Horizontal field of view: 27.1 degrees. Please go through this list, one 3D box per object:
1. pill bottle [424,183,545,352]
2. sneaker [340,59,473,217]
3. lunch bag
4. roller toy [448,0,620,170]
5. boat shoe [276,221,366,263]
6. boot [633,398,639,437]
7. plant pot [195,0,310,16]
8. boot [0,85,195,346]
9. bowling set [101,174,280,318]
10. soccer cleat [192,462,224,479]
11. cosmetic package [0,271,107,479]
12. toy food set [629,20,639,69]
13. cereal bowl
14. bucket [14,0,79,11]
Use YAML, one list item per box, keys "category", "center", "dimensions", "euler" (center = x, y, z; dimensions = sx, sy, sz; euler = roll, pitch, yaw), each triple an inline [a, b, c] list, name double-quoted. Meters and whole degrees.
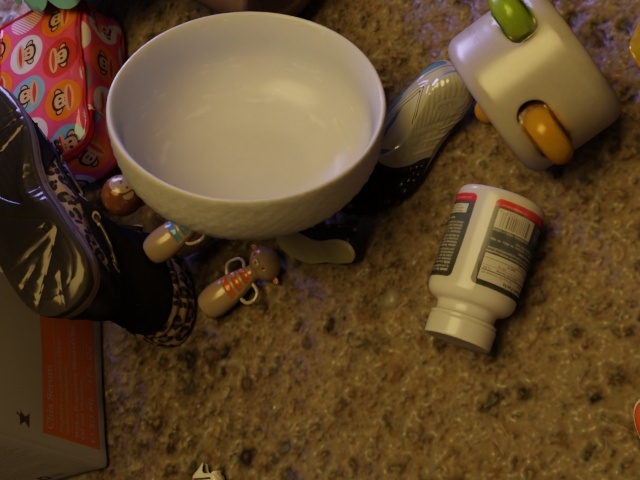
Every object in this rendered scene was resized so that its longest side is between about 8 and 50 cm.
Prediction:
- category: "pill bottle"
  center: [0.187, 0.034, 1.563]
  dimensions: [0.108, 0.108, 0.180]
  euler: [14, 79, 33]
- category: "sneaker"
  center: [0.105, -0.127, 1.698]
  dimensions: [0.237, 0.085, 0.086]
  euler: [-50, 24, 11]
- category: "lunch bag"
  center: [-0.419, -0.203, 1.997]
  dimensions: [0.258, 0.120, 0.293]
  euler: [-21, 60, 26]
- category: "roller toy"
  center: [0.246, -0.183, 1.562]
  dimensions: [0.146, 0.191, 0.209]
  euler: [-35, 82, 12]
- category: "boat shoe"
  center: [0.001, 0.001, 1.723]
  dimensions: [0.133, 0.049, 0.042]
  euler: [4, 41, 40]
- category: "boot"
  center: [0.375, 0.224, 1.400]
  dimensions: [0.059, 0.084, 0.158]
  euler: [-38, 56, 14]
- category: "plant pot"
  center: [-0.116, -0.410, 1.826]
  dimensions: [0.263, 0.263, 0.229]
  euler: [-48, 64, 5]
- category: "boot"
  center: [-0.325, -0.022, 1.767]
  dimensions: [0.138, 0.284, 0.377]
  euler: [-43, 58, 10]
- category: "bowling set"
  center: [-0.173, -0.052, 1.743]
  dimensions: [0.154, 0.200, 0.287]
  euler: [-36, 66, 13]
- category: "soccer cleat"
  center: [-0.130, 0.312, 1.685]
  dimensions: [0.083, 0.029, 0.035]
  euler: [26, 90, 39]
- category: "cosmetic package"
  center: [-0.468, 0.156, 1.679]
  dimensions: [0.161, 0.453, 0.230]
  euler: [-18, 64, 23]
- category: "toy food set"
  center: [0.445, -0.288, 1.560]
  dimensions: [0.128, 0.071, 0.218]
  euler: [30, 88, 34]
- category: "cereal bowl"
  center: [-0.089, -0.125, 1.646]
  dimensions: [0.339, 0.141, 0.339]
  euler: [0, 51, 0]
- category: "bucket"
  center: [-0.369, -0.489, 1.969]
  dimensions: [0.281, 0.183, 0.281]
  euler: [-14, 37, 11]
